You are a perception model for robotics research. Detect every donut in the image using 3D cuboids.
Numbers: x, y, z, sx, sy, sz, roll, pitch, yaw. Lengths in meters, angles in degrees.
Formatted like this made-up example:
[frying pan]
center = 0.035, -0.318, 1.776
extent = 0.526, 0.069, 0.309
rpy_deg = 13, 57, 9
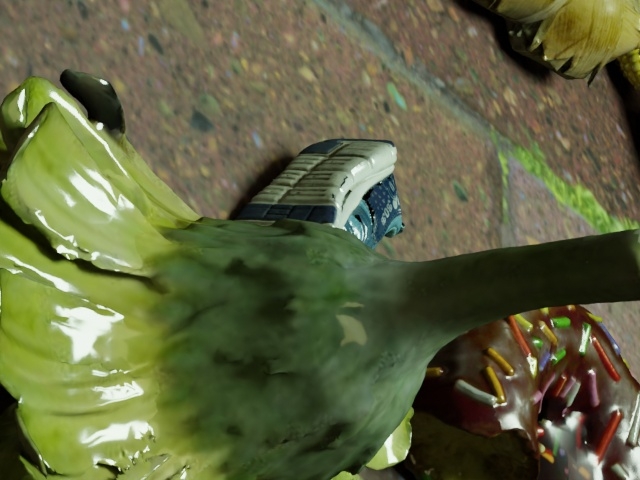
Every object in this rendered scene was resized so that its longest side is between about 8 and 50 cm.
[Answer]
[donut]
center = 0.128, 0.130, 1.131
extent = 0.216, 0.096, 0.230
rpy_deg = -2, 72, -55

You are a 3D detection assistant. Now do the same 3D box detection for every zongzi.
[zongzi]
center = 0.139, -0.226, 1.373
extent = 0.197, 0.099, 0.194
rpy_deg = 27, 50, -36

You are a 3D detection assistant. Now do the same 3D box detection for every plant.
[plant]
center = -0.036, 0.026, 0.845
extent = 0.261, 0.297, 0.306
rpy_deg = 46, 27, 14

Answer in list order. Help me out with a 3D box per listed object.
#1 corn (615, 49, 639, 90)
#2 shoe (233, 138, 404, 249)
[corn]
center = 0.237, -0.209, 1.516
extent = 0.072, 0.072, 0.203
rpy_deg = 12, 61, -52
[shoe]
center = 0.000, 0.000, 1.067
extent = 0.143, 0.064, 0.071
rpy_deg = -51, 131, -48
